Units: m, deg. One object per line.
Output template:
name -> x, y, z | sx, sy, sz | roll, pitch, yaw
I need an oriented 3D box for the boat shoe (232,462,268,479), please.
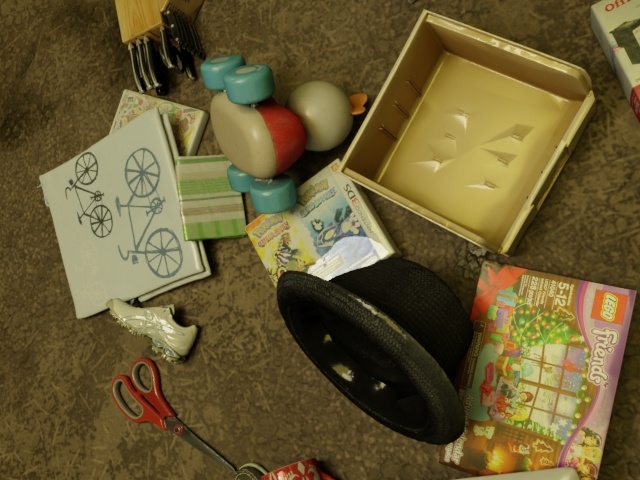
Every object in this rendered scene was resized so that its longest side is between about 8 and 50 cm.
boat shoe -> -0.088, 0.462, 0.999 | 0.081, 0.069, 0.227 | -30, 71, 19

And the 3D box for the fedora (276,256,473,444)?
fedora -> 0.094, 0.125, 0.892 | 0.334, 0.334, 0.152 | 38, 65, 25

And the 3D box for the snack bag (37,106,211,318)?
snack bag -> -0.377, -0.034, 1.205 | 0.343, 0.037, 0.323 | -22, 81, 26

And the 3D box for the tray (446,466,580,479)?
tray -> 0.222, 0.387, 0.849 | 0.270, 0.030, 0.145 | -20, 91, 30

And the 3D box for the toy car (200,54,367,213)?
toy car -> -0.040, -0.197, 1.040 | 0.210, 0.238, 0.219 | 39, 145, 55

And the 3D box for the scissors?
scissors -> -0.266, 0.330, 1.133 | 0.297, 0.021, 0.109 | 43, 98, 23

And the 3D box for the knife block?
knife block -> -0.336, -0.412, 1.236 | 0.276, 0.088, 0.242 | 30, 95, 25

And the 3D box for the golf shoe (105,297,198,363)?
golf shoe -> -0.296, 0.141, 1.146 | 0.176, 0.069, 0.086 | 33, 83, 8

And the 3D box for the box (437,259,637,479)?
box -> 0.290, 0.188, 0.870 | 0.201, 0.057, 0.293 | 12, 87, 25

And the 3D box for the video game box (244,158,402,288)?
video game box -> 0.000, 0.000, 1.042 | 0.205, 0.048, 0.187 | -36, 67, 16

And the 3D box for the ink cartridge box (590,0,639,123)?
ink cartridge box -> 0.455, -0.259, 0.853 | 0.128, 0.072, 0.175 | -25, 73, 20

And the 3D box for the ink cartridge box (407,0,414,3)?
ink cartridge box -> 0.087, -0.475, 0.984 | 0.087, 0.208, 0.153 | -49, 65, 14

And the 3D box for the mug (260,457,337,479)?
mug -> -0.007, 0.420, 0.966 | 0.113, 0.150, 0.169 | -51, 54, 50

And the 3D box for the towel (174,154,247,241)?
towel -> -0.192, -0.075, 1.125 | 0.113, 0.023, 0.151 | -5, 79, -15

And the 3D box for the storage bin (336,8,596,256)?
storage bin -> 0.210, -0.147, 0.923 | 0.260, 0.123, 0.262 | 31, 95, 26

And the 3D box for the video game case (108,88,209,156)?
video game case -> -0.334, -0.161, 1.232 | 0.206, 0.026, 0.226 | 20, 91, 26
